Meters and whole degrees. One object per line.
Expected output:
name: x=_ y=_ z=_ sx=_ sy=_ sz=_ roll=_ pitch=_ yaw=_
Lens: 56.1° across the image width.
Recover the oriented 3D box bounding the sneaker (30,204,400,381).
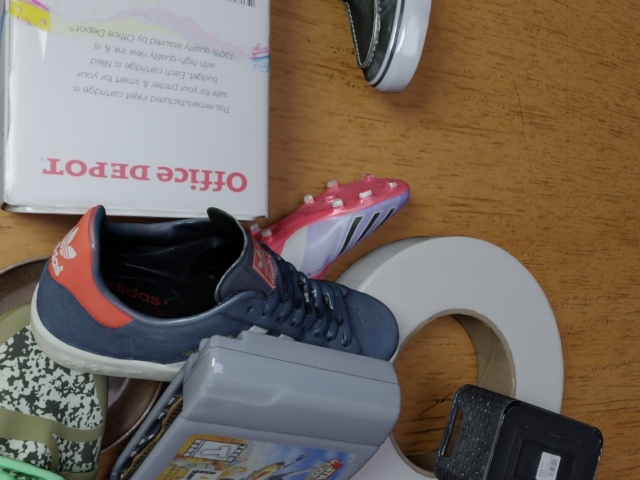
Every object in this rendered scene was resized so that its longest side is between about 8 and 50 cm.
sneaker: x=-0.054 y=0.051 z=0.524 sx=0.349 sy=0.148 sz=0.131 roll=8 pitch=45 yaw=-30

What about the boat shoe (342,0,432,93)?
boat shoe: x=0.048 y=-0.332 z=0.691 sx=0.119 sy=0.121 sz=0.336 roll=2 pitch=79 yaw=-20

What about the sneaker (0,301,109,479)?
sneaker: x=-0.238 y=0.234 z=0.430 sx=0.158 sy=0.182 sz=0.411 roll=26 pitch=61 yaw=-30

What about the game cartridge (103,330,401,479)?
game cartridge: x=-0.067 y=0.196 z=0.549 sx=0.198 sy=0.297 sz=0.062 roll=20 pitch=39 yaw=-23

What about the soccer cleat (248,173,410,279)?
soccer cleat: x=0.000 y=0.000 z=0.683 sx=0.248 sy=0.083 sz=0.095 roll=-26 pitch=118 yaw=-24

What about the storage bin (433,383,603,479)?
storage bin: x=0.240 y=0.258 z=0.723 sx=0.180 sy=0.084 sz=0.122 roll=23 pitch=80 yaw=-25

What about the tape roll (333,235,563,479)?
tape roll: x=0.148 y=0.188 z=0.760 sx=0.391 sy=0.072 sz=0.393 roll=-1 pitch=92 yaw=-28

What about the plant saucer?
plant saucer: x=-0.248 y=0.112 z=0.572 sx=0.198 sy=0.036 sz=0.199 roll=0 pitch=91 yaw=-27

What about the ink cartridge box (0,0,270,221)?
ink cartridge box: x=-0.170 y=-0.173 z=0.555 sx=0.226 sy=0.131 sz=0.307 roll=2 pitch=90 yaw=-30
